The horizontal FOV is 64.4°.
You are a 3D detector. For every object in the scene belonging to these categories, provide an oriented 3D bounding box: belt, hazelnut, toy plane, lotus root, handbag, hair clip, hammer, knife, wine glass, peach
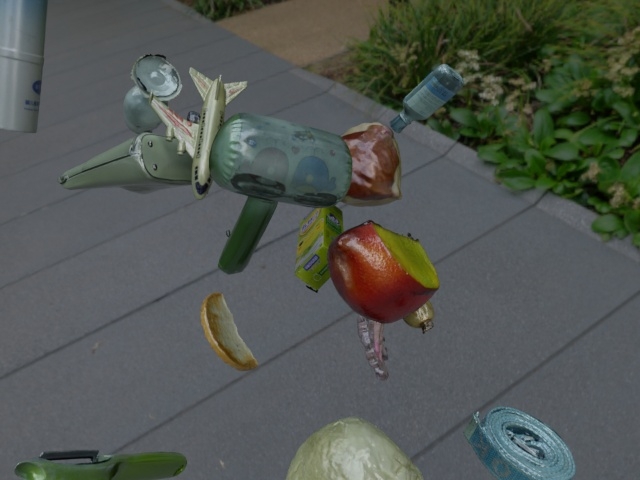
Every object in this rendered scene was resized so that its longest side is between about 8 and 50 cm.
[{"bbox_3d":[0.361,0.382,0.916,0.147,0.082,0.163,-4,39,-28],"label":"belt"},{"bbox_3d":[0.135,-0.193,1.451,0.240,0.261,0.261,27,51,17],"label":"hazelnut"},{"bbox_3d":[-0.217,-0.204,0.994,0.241,0.257,0.104,10,-1,-18],"label":"toy plane"},{"bbox_3d":[0.211,0.152,1.133,0.072,0.062,0.150,-18,41,-9],"label":"lotus root"},{"bbox_3d":[-0.427,-0.137,1.139,0.315,0.110,0.241,-17,-8,29],"label":"handbag"},{"bbox_3d":[0.154,0.216,1.323,0.069,0.173,0.301,-13,32,29],"label":"hair clip"},{"bbox_3d":[-0.098,-0.050,0.817,0.206,0.336,0.119,11,50,-22],"label":"hammer"},{"bbox_3d":[-0.124,0.145,0.321,0.022,0.184,0.026,-44,69,-9],"label":"knife"},{"bbox_3d":[-0.520,-0.428,1.537,0.143,0.144,0.321,-37,10,-28],"label":"wine glass"},{"bbox_3d":[0.112,0.071,0.942,0.158,0.267,0.154,-43,61,17],"label":"peach"}]

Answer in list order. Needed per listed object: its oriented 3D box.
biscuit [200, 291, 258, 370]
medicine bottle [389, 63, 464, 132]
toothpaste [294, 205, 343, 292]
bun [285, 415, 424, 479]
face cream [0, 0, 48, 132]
[{"bbox_3d":[-0.337,0.326,1.777,0.040,0.204,0.309,-33,78,14],"label":"biscuit"},{"bbox_3d":[0.264,-0.356,1.304,0.208,0.090,0.054,-39,45,38],"label":"medicine bottle"},{"bbox_3d":[0.000,0.000,1.351,0.110,0.077,0.328,-48,17,21],"label":"toothpaste"},{"bbox_3d":[0.092,0.615,1.207,0.348,0.353,0.227,9,4,-10],"label":"bun"},{"bbox_3d":[-0.512,-0.314,0.862,0.077,0.250,0.077,11,13,-3],"label":"face cream"}]
